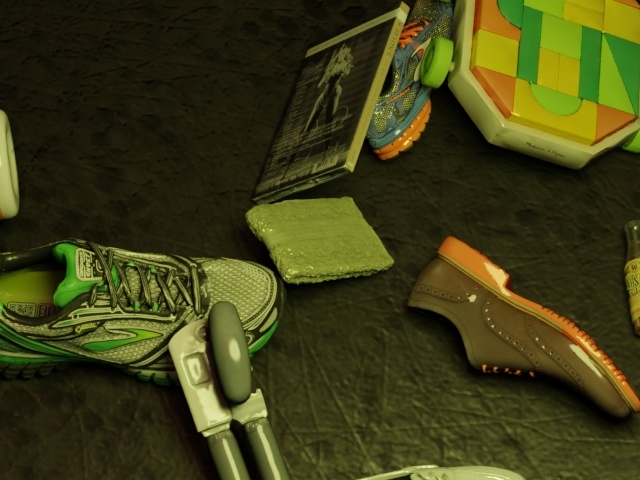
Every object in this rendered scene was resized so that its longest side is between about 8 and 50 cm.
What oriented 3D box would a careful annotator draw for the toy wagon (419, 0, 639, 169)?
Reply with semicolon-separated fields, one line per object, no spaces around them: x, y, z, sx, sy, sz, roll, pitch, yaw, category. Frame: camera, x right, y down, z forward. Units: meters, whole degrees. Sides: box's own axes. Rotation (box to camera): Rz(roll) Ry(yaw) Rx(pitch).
0.254;-0.246;1.984;0.267;0.068;0.344;16;60;-14;toy wagon

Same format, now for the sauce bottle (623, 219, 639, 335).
0.344;0.040;1.889;0.042;0.042;0.128;-5;60;-3;sauce bottle

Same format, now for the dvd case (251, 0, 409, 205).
0.011;-0.149;1.934;0.018;0.164;0.221;34;59;-27;dvd case

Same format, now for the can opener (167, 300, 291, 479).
-0.077;0.202;1.737;0.074;0.093;0.280;-18;81;-9;can opener

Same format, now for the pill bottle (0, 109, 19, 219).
-0.440;-0.070;1.891;0.221;0.121;0.121;-7;61;-5;pill bottle

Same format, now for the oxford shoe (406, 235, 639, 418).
0.211;0.111;1.831;0.271;0.097;0.098;38;87;23;oxford shoe

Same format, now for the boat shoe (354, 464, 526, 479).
0.101;0.264;1.740;0.226;0.076;0.083;-11;62;-7;boat shoe

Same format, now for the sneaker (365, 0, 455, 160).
0.095;-0.199;1.975;0.087;0.083;0.221;38;57;-27;sneaker

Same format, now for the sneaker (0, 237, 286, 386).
-0.205;0.068;1.804;0.343;0.146;0.134;-4;61;-5;sneaker

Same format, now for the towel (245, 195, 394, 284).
0.000;0.000;1.883;0.148;0.027;0.110;-7;51;-37;towel
